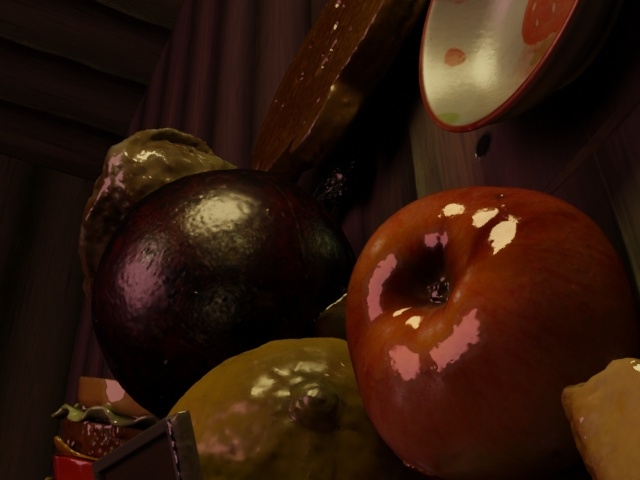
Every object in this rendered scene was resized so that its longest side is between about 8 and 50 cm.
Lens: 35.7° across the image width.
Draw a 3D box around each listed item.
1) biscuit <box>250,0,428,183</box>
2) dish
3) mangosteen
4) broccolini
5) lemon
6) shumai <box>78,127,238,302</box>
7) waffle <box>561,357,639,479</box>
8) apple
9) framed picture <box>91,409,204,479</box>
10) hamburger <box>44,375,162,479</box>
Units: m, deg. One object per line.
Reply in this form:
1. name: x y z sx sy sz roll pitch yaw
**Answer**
1. biscuit: 0.030 -0.214 1.236 0.394 0.070 0.350 -48 22 42
2. dish: 0.185 -0.203 0.840 0.260 0.085 0.260 -50 31 46
3. mangosteen: -0.092 0.075 1.045 0.300 0.300 0.300 -163 90 -71
4. broccolini: -0.003 0.008 1.214 0.123 0.062 0.271 153 136 -82
5. lemon: -0.020 0.215 0.802 0.320 0.245 0.245 101 170 -45
6. shumai: -0.153 0.016 1.305 0.267 0.262 0.314 -47 -33 -29
7. waffle: 0.201 0.158 0.375 0.057 0.168 0.274 -55 24 27
8. apple: 0.110 0.061 0.664 0.209 0.164 0.209 -20 52 28
9. framed picture: -0.098 0.277 0.675 0.211 0.020 0.289 -40 61 58
10. hamburger: -0.208 0.291 1.229 0.274 0.274 0.212 160 123 -66
